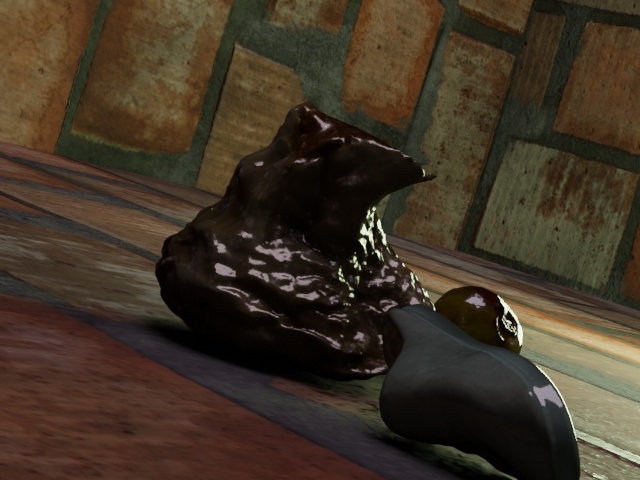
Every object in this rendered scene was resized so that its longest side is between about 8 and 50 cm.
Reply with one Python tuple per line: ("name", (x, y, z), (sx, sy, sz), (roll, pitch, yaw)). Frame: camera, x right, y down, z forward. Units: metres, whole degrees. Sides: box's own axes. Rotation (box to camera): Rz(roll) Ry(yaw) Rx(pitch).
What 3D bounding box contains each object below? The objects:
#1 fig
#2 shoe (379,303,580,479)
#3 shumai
("fig", (0.119, 0.081, 1.157), (0.098, 0.082, 0.084), (-21, 3, 31))
("shoe", (0.072, 0.096, 0.783), (0.078, 0.079, 0.195), (-21, 25, -15))
("shumai", (0.000, 0.000, 0.946), (0.206, 0.175, 0.166), (18, 2, -30))
